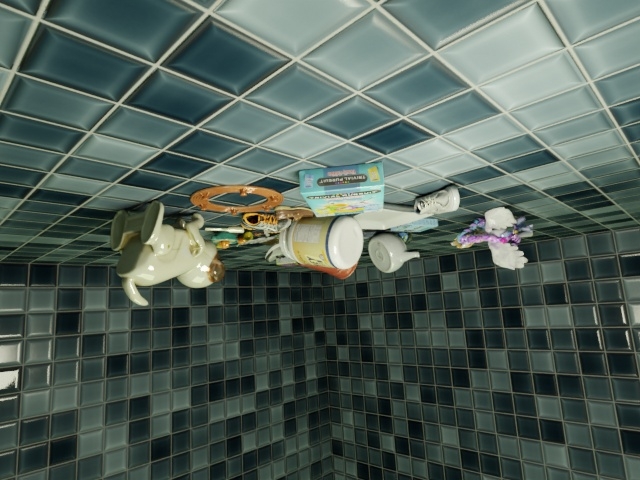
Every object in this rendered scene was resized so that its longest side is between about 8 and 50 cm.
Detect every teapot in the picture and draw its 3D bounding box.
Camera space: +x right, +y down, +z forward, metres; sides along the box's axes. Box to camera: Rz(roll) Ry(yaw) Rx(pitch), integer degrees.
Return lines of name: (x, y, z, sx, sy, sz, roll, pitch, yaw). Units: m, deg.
teapot: (0.414, 0.055, 2.376, 0.187, 0.255, 0.252, -24, 164, -25)

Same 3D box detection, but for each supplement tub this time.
supplement tub: (0.000, 0.000, 1.762, 0.317, 0.228, 0.228, 4, 177, 37)

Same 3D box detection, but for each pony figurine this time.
pony figurine: (0.886, -0.026, 2.021, 0.364, 0.302, 0.351, -15, -174, -30)

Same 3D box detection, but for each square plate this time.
square plate: (0.267, -0.109, 1.830, 0.348, 0.049, 0.344, 3, 169, -31)

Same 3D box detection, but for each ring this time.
ring: (-0.304, -0.141, 1.493, 0.338, 0.032, 0.336, -4, 170, -1)

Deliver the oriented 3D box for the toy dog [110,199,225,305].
toy dog: (-0.564, 0.065, 1.603, 0.285, 0.394, 0.408, -19, 156, 28)

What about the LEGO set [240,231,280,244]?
LEGO set: (-0.271, -0.037, 2.056, 0.245, 0.060, 0.183, -20, 173, 38)

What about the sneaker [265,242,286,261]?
sneaker: (-0.186, 0.058, 2.253, 0.272, 0.107, 0.100, -27, 160, 8)

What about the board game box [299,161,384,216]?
board game box: (0.084, -0.160, 1.371, 0.254, 0.079, 0.336, -5, 171, 8)

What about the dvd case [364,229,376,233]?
dvd case: (0.223, -0.026, 2.383, 0.181, 0.022, 0.253, -4, 170, -1)

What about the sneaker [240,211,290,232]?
sneaker: (-0.234, -0.081, 1.725, 0.215, 0.084, 0.083, -2, 165, -4)

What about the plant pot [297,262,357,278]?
plant pot: (0.020, 0.053, 2.139, 0.265, 0.271, 0.273, 12, 164, -31)

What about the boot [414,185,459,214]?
boot: (0.437, -0.140, 1.555, 0.124, 0.095, 0.258, -10, 171, -1)

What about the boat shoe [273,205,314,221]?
boat shoe: (-0.110, -0.106, 1.675, 0.178, 0.060, 0.064, 2, 169, -29)

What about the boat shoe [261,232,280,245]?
boat shoe: (-0.265, -0.009, 2.218, 0.152, 0.049, 0.056, -13, 143, 40)

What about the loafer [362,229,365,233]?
loafer: (0.146, -0.028, 2.043, 0.096, 0.084, 0.268, 13, -172, 26)

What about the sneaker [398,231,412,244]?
sneaker: (0.514, -0.020, 2.439, 0.078, 0.067, 0.188, -33, 161, 0)

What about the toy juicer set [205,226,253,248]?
toy juicer set: (-0.452, -0.005, 2.065, 0.210, 0.089, 0.329, -3, 170, -4)

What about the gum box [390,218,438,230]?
gum box: (0.485, -0.079, 2.101, 0.185, 0.041, 0.157, 2, 169, -24)

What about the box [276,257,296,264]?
box: (-0.158, 0.106, 2.745, 0.243, 0.117, 0.213, -4, 170, 8)
